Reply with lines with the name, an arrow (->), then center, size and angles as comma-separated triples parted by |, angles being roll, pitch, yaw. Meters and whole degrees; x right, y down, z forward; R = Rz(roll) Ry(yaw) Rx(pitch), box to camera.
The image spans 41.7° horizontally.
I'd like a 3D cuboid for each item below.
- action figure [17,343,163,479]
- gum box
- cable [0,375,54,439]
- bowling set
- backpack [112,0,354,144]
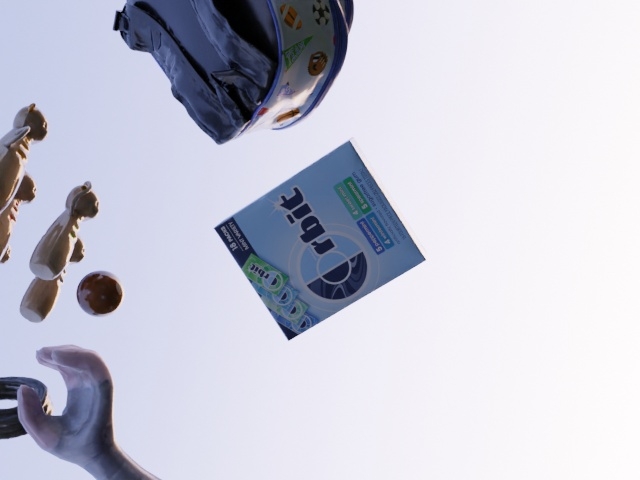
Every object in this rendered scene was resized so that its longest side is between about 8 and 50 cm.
action figure -> -0.020, 0.203, 0.297 | 0.276, 0.370, 0.248 | 29, -104, -22
gum box -> 0.000, 0.000, 0.941 | 0.157, 0.184, 0.041 | 57, -166, -6
cable -> -0.392, 0.167, 0.803 | 0.139, 0.287, 0.072 | -102, 9, -67
bowling set -> -0.314, 0.004, 0.984 | 0.200, 0.287, 0.154 | 27, -133, -13
backpack -> -0.089, -0.254, 0.975 | 0.213, 0.276, 0.263 | -12, -111, -33
